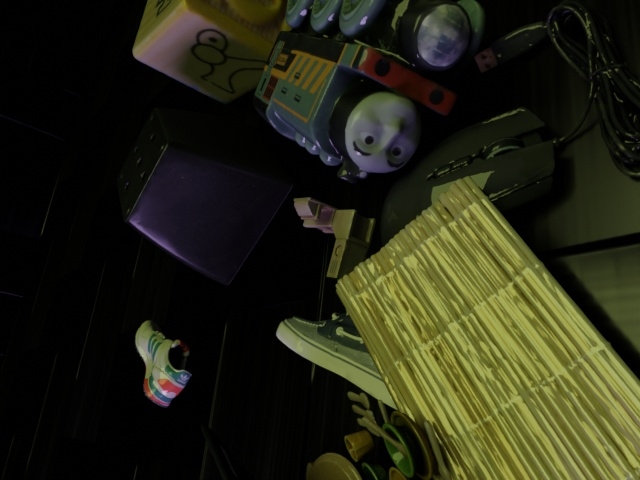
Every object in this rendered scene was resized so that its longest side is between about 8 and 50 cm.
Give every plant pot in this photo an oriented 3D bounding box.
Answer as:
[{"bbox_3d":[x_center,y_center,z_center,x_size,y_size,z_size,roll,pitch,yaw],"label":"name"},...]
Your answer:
[{"bbox_3d":[-0.179,-0.079,0.773,0.188,0.167,0.187,-56,37,19],"label":"plant pot"}]

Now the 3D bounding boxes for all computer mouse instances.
[{"bbox_3d":[0.131,-0.090,0.466,0.262,0.060,0.184,-31,51,40],"label":"computer mouse"}]

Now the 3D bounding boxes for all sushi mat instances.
[{"bbox_3d":[0.123,0.110,0.356,0.151,0.019,0.316,-43,52,21],"label":"sushi mat"}]

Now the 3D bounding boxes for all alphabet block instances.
[{"bbox_3d":[-0.155,-0.360,0.864,0.197,0.192,0.193,-7,69,50],"label":"alphabet block"}]

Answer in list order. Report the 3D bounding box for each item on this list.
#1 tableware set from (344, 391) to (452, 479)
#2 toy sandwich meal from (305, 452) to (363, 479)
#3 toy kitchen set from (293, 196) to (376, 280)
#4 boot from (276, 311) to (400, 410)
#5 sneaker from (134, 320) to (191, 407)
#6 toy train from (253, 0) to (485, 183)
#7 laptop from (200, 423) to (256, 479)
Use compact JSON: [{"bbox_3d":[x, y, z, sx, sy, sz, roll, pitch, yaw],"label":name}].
[{"bbox_3d":[0.053,0.169,0.399,0.104,0.024,0.154,70,161,0],"label":"tableware set"},{"bbox_3d":[0.018,0.224,0.475,0.085,0.029,0.086,-6,82,47],"label":"toy sandwich meal"},{"bbox_3d":[0.000,0.000,0.582,0.083,0.068,0.075,3,75,53],"label":"toy kitchen set"},{"bbox_3d":[0.039,0.084,0.500,0.190,0.069,0.086,18,82,45],"label":"boot"},{"bbox_3d":[-0.228,0.167,0.818,0.075,0.057,0.161,-42,39,8],"label":"sneaker"},{"bbox_3d":[0.029,-0.177,0.566,0.190,0.142,0.334,-65,27,14],"label":"toy train"},{"bbox_3d":[-0.049,0.326,0.416,0.234,0.136,0.264,41,108,53],"label":"laptop"}]
